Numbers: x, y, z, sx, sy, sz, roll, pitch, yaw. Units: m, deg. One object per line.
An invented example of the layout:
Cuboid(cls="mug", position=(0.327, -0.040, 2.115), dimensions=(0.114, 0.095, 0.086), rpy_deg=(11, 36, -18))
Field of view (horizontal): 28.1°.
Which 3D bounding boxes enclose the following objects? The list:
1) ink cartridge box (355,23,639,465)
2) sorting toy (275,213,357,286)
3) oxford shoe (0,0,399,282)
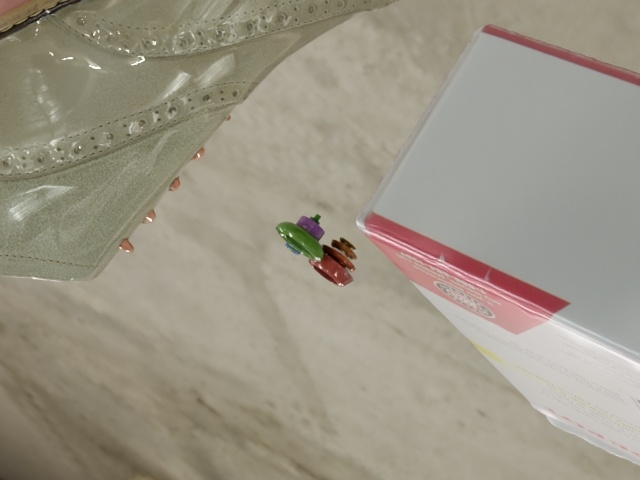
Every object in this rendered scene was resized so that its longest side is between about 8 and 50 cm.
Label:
Cuboid(cls="ink cartridge box", position=(0.238, 0.050, 0.861), dimensions=(0.279, 0.160, 0.385), rpy_deg=(25, 169, 33))
Cuboid(cls="sorting toy", position=(0.000, 0.000, 1.167), dimensions=(0.061, 0.042, 0.102), rpy_deg=(28, 167, 42))
Cuboid(cls="oxford shoe", position=(-0.096, -0.069, 0.556), dimensions=(0.140, 0.397, 0.146), rpy_deg=(-140, 32, -63))
